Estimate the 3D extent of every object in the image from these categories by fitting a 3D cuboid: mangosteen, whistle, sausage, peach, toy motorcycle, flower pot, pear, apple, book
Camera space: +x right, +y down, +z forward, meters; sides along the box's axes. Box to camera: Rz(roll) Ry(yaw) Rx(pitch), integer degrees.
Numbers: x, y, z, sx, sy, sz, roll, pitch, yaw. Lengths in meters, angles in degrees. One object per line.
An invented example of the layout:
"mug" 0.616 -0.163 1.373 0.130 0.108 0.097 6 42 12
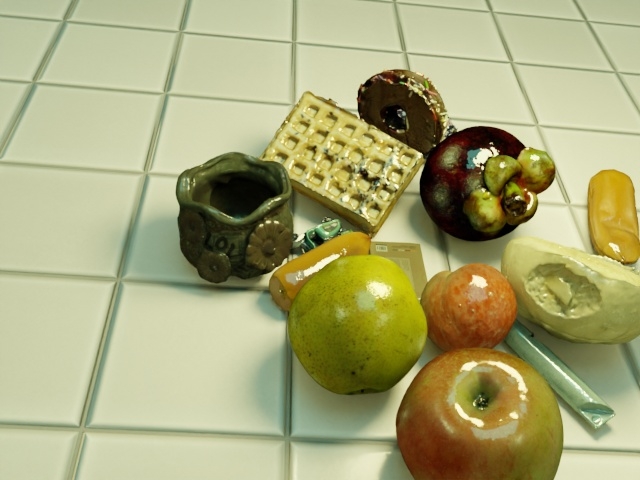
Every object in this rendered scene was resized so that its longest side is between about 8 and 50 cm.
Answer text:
"mangosteen" 0.419 -0.149 1.887 0.330 0.330 0.330 5 43 -4
"whistle" 0.513 0.287 1.627 0.062 0.062 0.312 -21 51 -28
"sausage" 0.023 0.060 1.757 0.328 0.112 0.112 -28 54 -33
"peach" 0.326 0.169 1.631 0.232 0.232 0.232 5 43 -4
"toy motorcycle" 0.000 0.000 1.851 0.173 0.058 0.100 -20 56 -30
"flower pot" -0.201 -0.050 1.743 0.302 0.213 0.302 1 40 -1
"sausage" 0.793 -0.053 1.993 0.134 0.116 0.354 24 46 -5
"pear" 0.078 0.182 1.523 0.294 0.294 0.294 5 43 -4
"apple" 0.298 0.346 1.373 0.319 0.277 0.319 3 44 -3
"book" 0.196 0.076 1.830 0.138 0.016 0.198 3 43 -6

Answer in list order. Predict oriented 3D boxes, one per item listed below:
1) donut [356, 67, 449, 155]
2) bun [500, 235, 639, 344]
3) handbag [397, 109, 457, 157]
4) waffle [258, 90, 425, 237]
"donut" 0.218 -0.341 1.960 0.270 0.269 0.103 26 50 18
"bun" 0.583 0.127 1.689 0.364 0.202 0.364 16 12 -4
"handbag" 0.281 -0.335 2.198 0.229 0.126 0.208 37 44 27
"waffle" 0.051 -0.201 1.938 0.376 0.114 0.261 32 76 12
